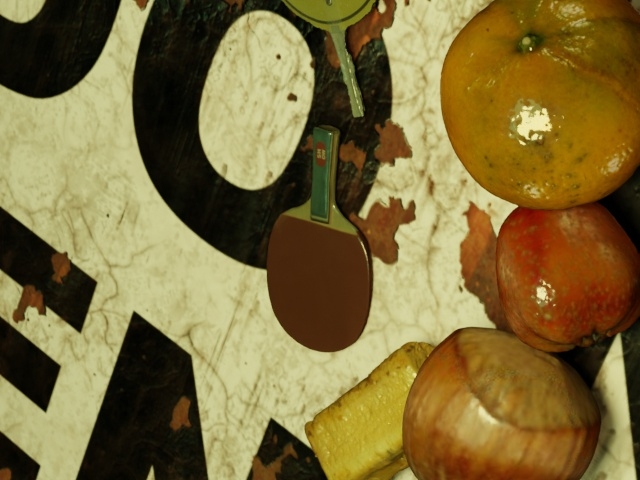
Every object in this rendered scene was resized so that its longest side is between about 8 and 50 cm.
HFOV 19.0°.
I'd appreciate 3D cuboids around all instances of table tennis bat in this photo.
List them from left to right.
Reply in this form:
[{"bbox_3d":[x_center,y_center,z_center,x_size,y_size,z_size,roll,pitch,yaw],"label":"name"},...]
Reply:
[{"bbox_3d":[0.000,0.000,2.239,0.154,0.021,0.274,16,111,34],"label":"table tennis bat"}]

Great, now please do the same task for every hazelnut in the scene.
[{"bbox_3d":[0.190,0.198,2.030,0.214,0.176,0.214,3,103,15],"label":"hazelnut"}]

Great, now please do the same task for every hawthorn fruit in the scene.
[{"bbox_3d":[0.245,0.010,1.969,0.162,0.163,0.203,-33,73,38],"label":"hawthorn fruit"}]

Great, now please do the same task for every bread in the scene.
[{"bbox_3d":[0.076,0.206,2.186,0.211,0.083,0.114,-40,70,37],"label":"bread"}]

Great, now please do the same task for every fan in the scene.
[{"bbox_3d":[0.006,-0.299,2.144,0.229,0.011,0.335,-1,107,52],"label":"fan"}]

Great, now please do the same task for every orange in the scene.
[{"bbox_3d":[0.229,-0.149,1.900,0.240,0.171,0.240,-8,64,17],"label":"orange"}]
